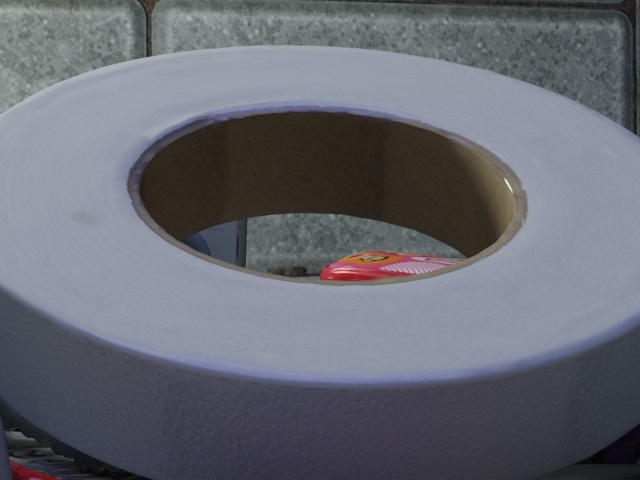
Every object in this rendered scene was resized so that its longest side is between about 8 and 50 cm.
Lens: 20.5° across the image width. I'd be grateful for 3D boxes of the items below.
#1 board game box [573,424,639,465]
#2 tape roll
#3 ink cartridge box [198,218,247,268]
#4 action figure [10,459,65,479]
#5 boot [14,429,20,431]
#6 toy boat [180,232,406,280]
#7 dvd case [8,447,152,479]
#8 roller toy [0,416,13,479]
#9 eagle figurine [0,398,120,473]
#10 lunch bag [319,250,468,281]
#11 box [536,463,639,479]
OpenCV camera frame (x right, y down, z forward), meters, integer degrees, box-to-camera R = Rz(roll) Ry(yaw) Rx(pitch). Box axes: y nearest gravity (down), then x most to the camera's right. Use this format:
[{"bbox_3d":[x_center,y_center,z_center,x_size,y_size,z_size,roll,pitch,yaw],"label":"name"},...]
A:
[{"bbox_3d":[0.229,0.084,1.081,0.208,0.056,0.347,-14,4,33],"label":"board game box"},{"bbox_3d":[0.000,0.000,0.930,0.392,0.072,0.392,2,29,-1],"label":"tape roll"},{"bbox_3d":[-0.106,0.040,1.379,0.092,0.218,0.158,4,3,1],"label":"ink cartridge box"},{"bbox_3d":[-0.014,0.132,0.615,0.280,0.091,0.139,5,-1,15],"label":"action figure"},{"bbox_3d":[-0.257,0.069,1.376,0.207,0.094,0.246,-4,33,8],"label":"boot"},{"bbox_3d":[0.002,0.070,1.213,0.318,0.148,0.267,6,1,21],"label":"toy boat"},{"bbox_3d":[-0.135,0.151,1.146,0.221,0.018,0.164,-2,3,-20],"label":"dvd case"},{"bbox_3d":[-0.173,0.118,0.483,0.191,0.146,0.209,-1,13,25],"label":"roller toy"},{"bbox_3d":[-0.180,0.012,1.152,0.298,0.226,0.225,14,10,10],"label":"eagle figurine"},{"bbox_3d":[0.157,0.079,1.669,0.258,0.120,0.293,6,3,27],"label":"lunch bag"},{"bbox_3d":[0.063,0.145,0.815,0.231,0.056,0.183,0,3,-3],"label":"box"}]
